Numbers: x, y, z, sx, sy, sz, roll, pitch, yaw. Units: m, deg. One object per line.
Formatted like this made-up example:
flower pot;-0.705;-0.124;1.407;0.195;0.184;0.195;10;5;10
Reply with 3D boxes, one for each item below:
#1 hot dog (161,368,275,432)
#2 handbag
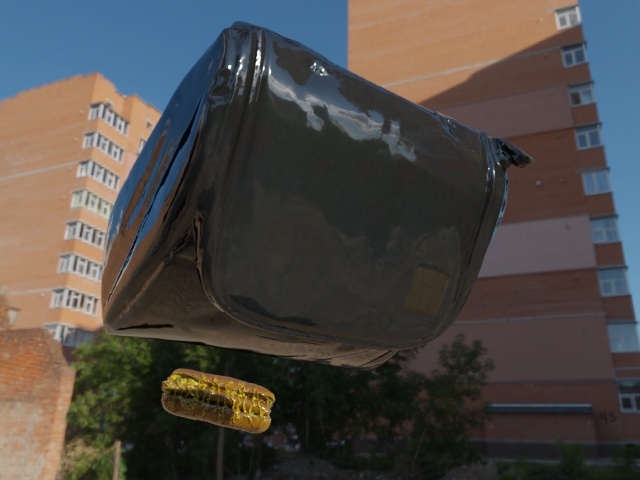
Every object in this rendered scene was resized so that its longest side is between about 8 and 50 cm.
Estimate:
hot dog;-0.149;0.230;0.780;0.165;0.071;0.045;16;-34;-7
handbag;0.000;0.003;0.449;0.301;0.178;0.275;17;-41;-29
